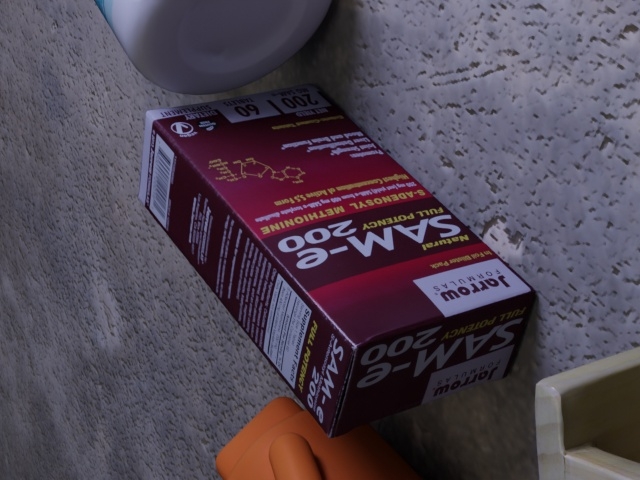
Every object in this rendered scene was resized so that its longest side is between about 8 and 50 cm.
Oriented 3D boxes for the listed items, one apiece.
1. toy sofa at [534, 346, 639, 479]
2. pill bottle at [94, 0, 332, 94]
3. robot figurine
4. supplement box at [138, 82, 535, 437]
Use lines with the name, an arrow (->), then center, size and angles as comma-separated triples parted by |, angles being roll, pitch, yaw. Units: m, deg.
toy sofa -> 0.242, 0.145, 0.391 | 0.362, 0.150, 0.177 | 13, 112, 56
pill bottle -> -0.109, -0.232, 0.806 | 0.264, 0.146, 0.146 | 58, 145, 28
robot figurine -> 0.017, 0.195, 0.795 | 0.219, 0.128, 0.158 | 42, 135, 43
supplement box -> 0.000, 0.000, 0.742 | 0.239, 0.130, 0.073 | 47, 138, 38
